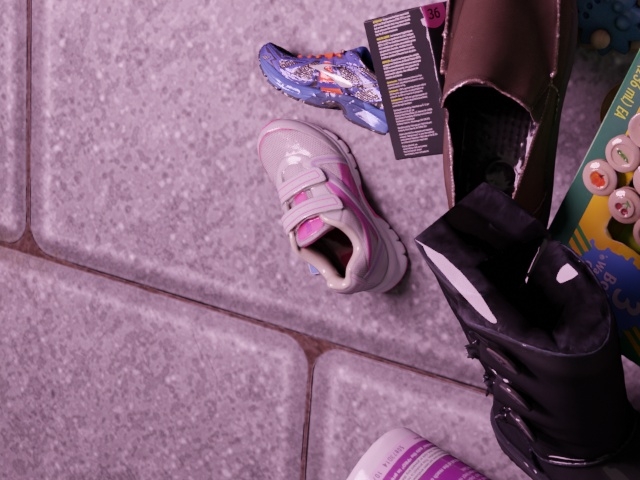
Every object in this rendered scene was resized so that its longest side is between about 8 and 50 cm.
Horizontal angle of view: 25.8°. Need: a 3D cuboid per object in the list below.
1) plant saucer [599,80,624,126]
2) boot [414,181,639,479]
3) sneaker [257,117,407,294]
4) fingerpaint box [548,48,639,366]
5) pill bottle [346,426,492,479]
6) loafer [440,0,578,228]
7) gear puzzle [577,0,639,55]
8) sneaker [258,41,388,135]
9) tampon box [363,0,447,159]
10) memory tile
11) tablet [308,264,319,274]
[{"bbox_3d":[0.342,-0.134,1.506,0.083,0.015,0.083,10,110,31],"label":"plant saucer"},{"bbox_3d":[0.287,0.167,1.376,0.367,0.146,0.445,31,159,30],"label":"boot"},{"bbox_3d":[0.002,-0.041,1.691,0.103,0.111,0.252,-41,81,28],"label":"sneaker"},{"bbox_3d":[0.453,-0.043,1.338,0.371,0.163,0.444,36,127,19],"label":"fingerpaint box"},{"bbox_3d":[0.175,0.365,1.663,0.301,0.169,0.169,30,118,24],"label":"pill bottle"},{"bbox_3d":[0.188,-0.165,1.409,0.134,0.130,0.365,-2,88,16],"label":"loafer"},{"bbox_3d":[0.259,-0.351,1.439,0.175,0.044,0.339,10,121,31],"label":"gear puzzle"},{"bbox_3d":[0.026,-0.195,1.668,0.221,0.083,0.087,24,102,20],"label":"sneaker"},{"bbox_3d":[0.138,-0.182,1.548,0.101,0.120,0.161,-4,101,51],"label":"tampon box"},{"bbox_3d":[0.324,-0.042,1.321,0.148,0.012,0.113,50,130,10],"label":"memory tile"},{"bbox_3d":[0.000,0.000,1.774,0.054,0.006,0.083,-11,98,34],"label":"tablet"}]
